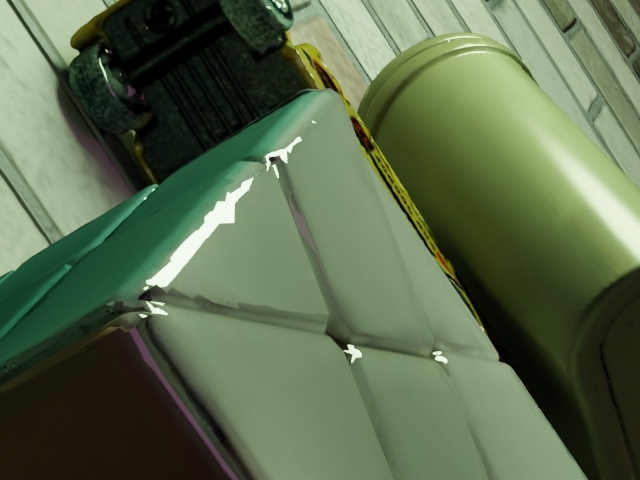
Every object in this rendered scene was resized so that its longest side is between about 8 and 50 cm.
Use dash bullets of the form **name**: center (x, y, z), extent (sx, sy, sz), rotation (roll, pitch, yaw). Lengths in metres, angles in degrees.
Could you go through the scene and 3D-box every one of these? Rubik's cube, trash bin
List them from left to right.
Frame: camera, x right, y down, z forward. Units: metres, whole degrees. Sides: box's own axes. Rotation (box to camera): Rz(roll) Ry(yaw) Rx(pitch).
- **Rubik's cube**: center (-0.054, 0.117, 0.582), extent (0.221, 0.225, 0.231), rotation (56, 23, -10)
- **trash bin**: center (0.141, 0.023, 1.046), extent (0.247, 0.121, 0.243), rotation (51, -11, 46)

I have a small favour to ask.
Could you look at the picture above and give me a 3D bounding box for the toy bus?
- **toy bus**: center (0.000, 0.000, 0.956), extent (0.335, 0.121, 0.123), rotation (58, 15, -3)
